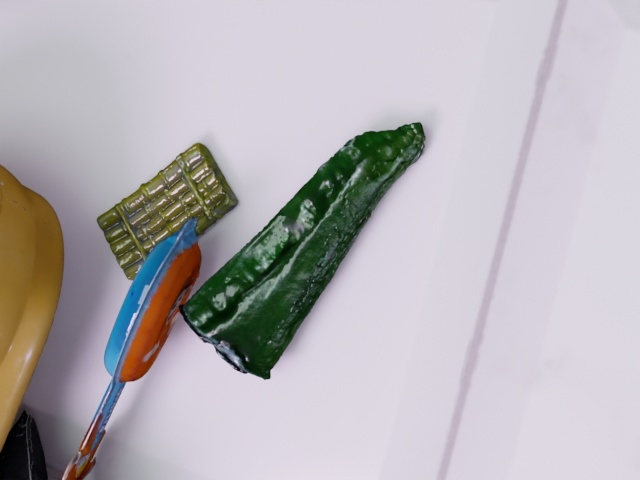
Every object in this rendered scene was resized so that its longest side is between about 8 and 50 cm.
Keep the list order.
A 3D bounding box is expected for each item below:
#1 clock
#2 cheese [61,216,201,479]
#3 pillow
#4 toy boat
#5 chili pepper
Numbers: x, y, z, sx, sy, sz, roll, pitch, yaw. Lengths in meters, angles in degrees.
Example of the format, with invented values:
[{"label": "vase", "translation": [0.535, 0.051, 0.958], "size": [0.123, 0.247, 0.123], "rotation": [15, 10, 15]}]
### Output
[{"label": "clock", "translation": [-0.327, 0.075, 0.988], "size": [0.317, 0.200, 0.244], "rotation": [-59, 39, 6]}, {"label": "cheese", "translation": [-0.146, 0.092, 0.972], "size": [0.037, 0.106, 0.256], "rotation": [27, 106, 5]}, {"label": "pillow", "translation": [-0.250, 0.244, 0.989], "size": [0.141, 0.055, 0.208], "rotation": [-61, 24, 18]}, {"label": "toy boat", "translation": [-0.123, -0.022, 1.000], "size": [0.115, 0.016, 0.063], "rotation": [-36, 76, 22]}, {"label": "chili pepper", "translation": [0.000, 0.000, 0.927], "size": [0.088, 0.059, 0.227], "rotation": [41, 102, -10]}]
